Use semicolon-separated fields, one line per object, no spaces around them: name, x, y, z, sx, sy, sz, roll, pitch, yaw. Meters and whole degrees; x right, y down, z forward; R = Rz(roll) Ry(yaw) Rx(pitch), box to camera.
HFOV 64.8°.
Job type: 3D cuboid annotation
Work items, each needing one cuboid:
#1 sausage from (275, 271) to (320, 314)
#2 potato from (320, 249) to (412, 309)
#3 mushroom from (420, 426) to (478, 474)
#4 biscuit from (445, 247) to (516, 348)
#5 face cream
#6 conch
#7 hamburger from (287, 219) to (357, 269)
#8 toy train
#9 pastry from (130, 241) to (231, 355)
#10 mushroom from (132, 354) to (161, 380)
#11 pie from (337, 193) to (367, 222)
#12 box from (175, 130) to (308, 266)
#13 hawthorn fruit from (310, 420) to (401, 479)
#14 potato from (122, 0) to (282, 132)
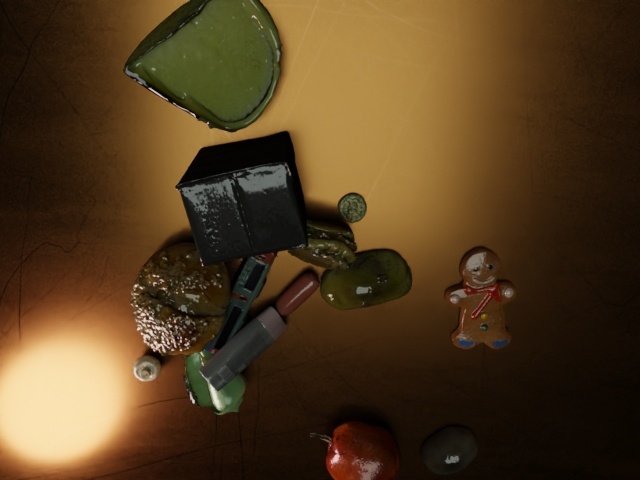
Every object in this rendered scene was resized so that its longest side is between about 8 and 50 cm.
sausage;-0.067;0.154;1.457;0.062;0.062;0.154;43;103;-13
potato;0.131;0.126;1.427;0.272;0.111;0.160;-11;109;4
mushroom;0.415;0.685;1.615;0.188;0.117;0.141;-35;93;14
biscuit;0.472;0.178;1.482;0.205;0.049;0.324;-2;106;1
face cream;-0.215;0.307;1.437;0.269;0.073;0.107;-41;135;-17
conch;-0.330;0.413;1.498;0.251;0.137;0.143;36;127;0
hamburger;0.000;0.000;1.361;0.206;0.183;0.130;18;73;-4
toy train;-0.215;0.143;1.439;0.089;0.086;0.409;26;105;-10
pastry;-0.389;0.164;1.355;0.284;0.184;0.315;26;100;16
mushroom;-0.524;0.387;1.523;0.084;0.067;0.083;-1;103;-6
pie;0.090;-0.089;1.403;0.084;0.021;0.084;0;104;0
box;-0.175;-0.115;1.227;0.251;0.345;0.204;-11;113;2
hawthorn fruit;0.105;0.653;1.553;0.299;0.211;0.211;28;105;2
potato;-0.254;-0.424;1.219;0.330;0.213;0.280;-41;122;2
